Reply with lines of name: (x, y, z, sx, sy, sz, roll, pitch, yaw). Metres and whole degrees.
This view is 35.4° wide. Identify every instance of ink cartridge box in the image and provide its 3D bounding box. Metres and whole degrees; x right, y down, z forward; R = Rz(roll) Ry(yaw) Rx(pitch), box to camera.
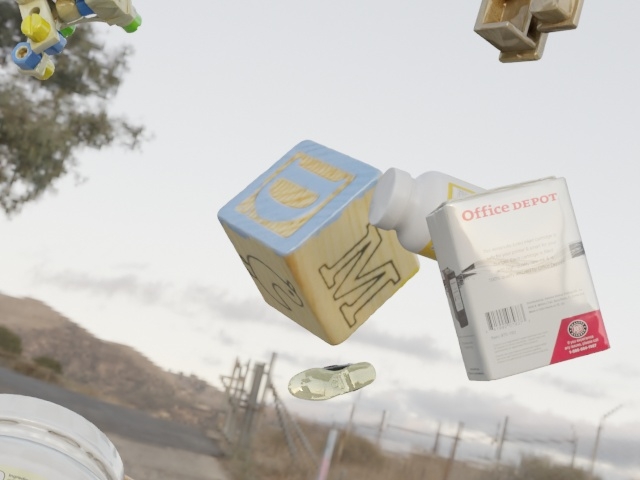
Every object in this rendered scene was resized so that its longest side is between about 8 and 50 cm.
ink cartridge box: (0.163, 0.032, 0.839, 0.109, 0.150, 0.063, -13, -5, -11)

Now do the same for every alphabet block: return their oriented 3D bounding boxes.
alphabet block: (0.000, 0.000, 1.471, 0.192, 0.193, 0.197, 30, -26, 48)

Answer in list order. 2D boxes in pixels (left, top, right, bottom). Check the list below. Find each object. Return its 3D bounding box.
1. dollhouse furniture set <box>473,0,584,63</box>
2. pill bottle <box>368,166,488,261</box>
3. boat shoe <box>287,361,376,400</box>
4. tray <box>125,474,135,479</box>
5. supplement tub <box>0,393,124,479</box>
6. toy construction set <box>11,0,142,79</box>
dollhouse furniture set: (0.228, -0.202, 0.724, 0.101, 0.160, 0.182, 25, -11, -39)
pill bottle: (0.156, -0.023, 1.208, 0.184, 0.103, 0.103, 19, -12, -15)
boat shoe: (0.014, 0.205, 1.447, 0.133, 0.048, 0.042, -9, -12, -20)
tray: (-0.475, 0.430, 1.625, 0.203, 0.076, 0.411, 25, 7, 13)
supplement tub: (-0.287, 0.310, 0.817, 0.236, 0.324, 0.235, 1, -54, 1)
toy construction set: (-0.314, -0.382, 1.257, 0.215, 0.327, 0.151, -17, -10, 16)
